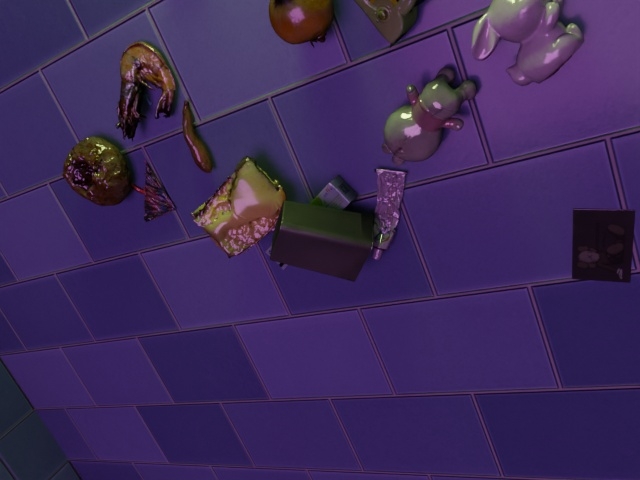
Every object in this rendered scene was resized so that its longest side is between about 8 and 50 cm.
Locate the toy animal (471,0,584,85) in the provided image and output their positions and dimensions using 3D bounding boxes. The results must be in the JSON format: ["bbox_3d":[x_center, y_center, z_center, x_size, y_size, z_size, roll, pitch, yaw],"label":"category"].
[{"bbox_3d":[0.409,-0.407,1.147,0.193,0.127,0.178,35,129,2],"label":"toy animal"}]

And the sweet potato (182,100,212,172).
[{"bbox_3d":[-0.365,-0.295,1.654,0.050,0.050,0.214,-9,110,30],"label":"sweet potato"}]

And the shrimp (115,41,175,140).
[{"bbox_3d":[-0.494,-0.412,1.639,0.178,0.075,0.289,17,107,13],"label":"shrimp"}]

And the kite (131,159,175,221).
[{"bbox_3d":[-0.543,-0.147,1.849,0.189,0.009,0.232,26,125,13],"label":"kite"}]

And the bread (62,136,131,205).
[{"bbox_3d":[-0.718,-0.214,1.829,0.230,0.123,0.230,14,123,22],"label":"bread"}]

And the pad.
[{"bbox_3d":[0.656,0.013,1.334,0.127,0.004,0.190,2,117,26],"label":"pad"}]

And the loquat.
[{"bbox_3d":[-0.043,-0.520,1.306,0.163,0.137,0.163,2,111,6],"label":"loquat"}]

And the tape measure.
[{"bbox_3d":[0.146,-0.547,1.216,0.200,0.106,0.175,49,141,-3],"label":"tape measure"}]

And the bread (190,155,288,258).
[{"bbox_3d":[-0.212,-0.090,1.625,0.262,0.162,0.204,-40,94,14],"label":"bread"}]

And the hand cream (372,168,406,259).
[{"bbox_3d":[0.171,-0.066,1.509,0.084,0.050,0.257,13,115,18],"label":"hand cream"}]

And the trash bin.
[{"bbox_3d":[0.000,0.000,1.505,0.240,0.122,0.164,11,138,-8],"label":"trash bin"}]

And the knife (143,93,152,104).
[{"bbox_3d":[-0.522,-0.436,1.677,0.014,0.005,0.091,-30,100,37],"label":"knife"}]

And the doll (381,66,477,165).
[{"bbox_3d":[0.230,-0.273,1.320,0.155,0.113,0.275,41,126,-3],"label":"doll"}]

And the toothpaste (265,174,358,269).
[{"bbox_3d":[-0.030,-0.042,1.614,0.081,0.067,0.336,45,127,1],"label":"toothpaste"}]
